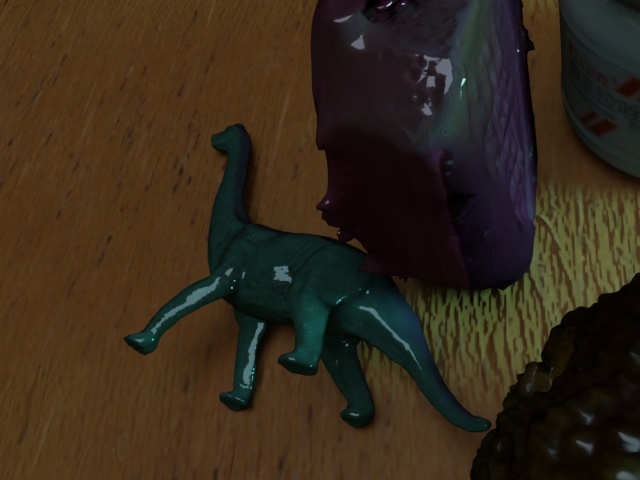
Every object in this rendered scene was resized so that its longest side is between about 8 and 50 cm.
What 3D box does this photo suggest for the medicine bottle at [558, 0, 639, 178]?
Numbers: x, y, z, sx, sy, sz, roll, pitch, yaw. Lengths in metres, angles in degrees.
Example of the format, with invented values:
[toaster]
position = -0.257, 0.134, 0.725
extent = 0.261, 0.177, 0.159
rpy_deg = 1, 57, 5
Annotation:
[medicine bottle]
position = 0.316, -0.212, 0.525
extent = 0.241, 0.302, 0.241
rpy_deg = -10, 57, 16

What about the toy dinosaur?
[toy dinosaur]
position = 0.000, 0.000, 0.654
extent = 0.384, 0.129, 0.330
rpy_deg = 6, 54, 22

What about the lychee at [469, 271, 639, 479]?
[lychee]
position = 0.225, 0.157, 0.380
extent = 0.268, 0.267, 0.267
rpy_deg = -10, 57, 15

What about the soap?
[soap]
position = 0.093, -0.081, 0.519
extent = 0.128, 0.324, 0.220
rpy_deg = 2, 59, 26
